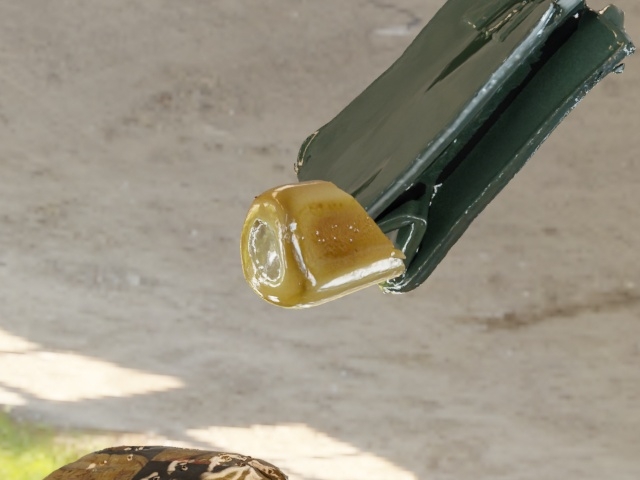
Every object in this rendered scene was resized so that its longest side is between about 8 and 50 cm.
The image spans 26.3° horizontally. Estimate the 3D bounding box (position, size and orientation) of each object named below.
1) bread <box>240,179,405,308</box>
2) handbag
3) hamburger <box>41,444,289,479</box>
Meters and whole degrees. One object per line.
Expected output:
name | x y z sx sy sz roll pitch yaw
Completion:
bread | 0.001 -0.001 0.703 0.049 0.062 0.103 -12 -178 36
handbag | 0.099 -0.101 1.024 0.079 0.260 0.247 40 -170 -17
hamburger | -0.119 0.221 0.924 0.231 0.107 0.231 -11 -163 3
